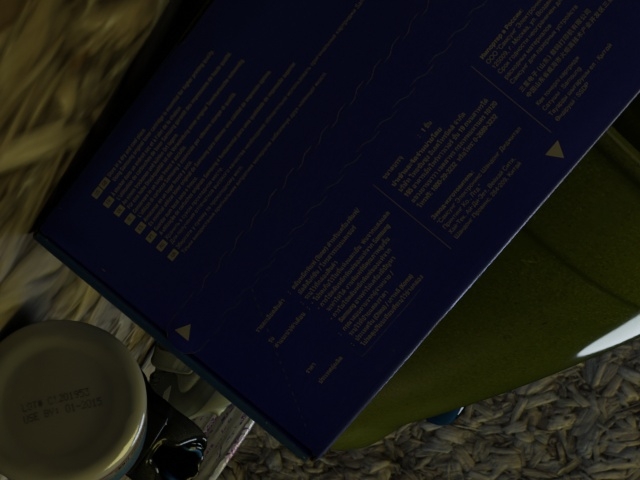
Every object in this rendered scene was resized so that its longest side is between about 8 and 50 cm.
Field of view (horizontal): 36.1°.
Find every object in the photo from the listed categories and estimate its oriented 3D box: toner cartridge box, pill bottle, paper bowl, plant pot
[{"bbox_3d":[0.046,-0.086,0.434,0.348,0.165,0.075,-50,179,11],"label":"toner cartridge box"},{"bbox_3d":[-0.142,0.101,0.558,0.087,0.087,0.160,-55,178,-20],"label":"pill bottle"},{"bbox_3d":[-0.185,0.264,1.425,0.284,0.148,0.284,-56,179,-2],"label":"paper bowl"},{"bbox_3d":[0.082,-0.031,0.712,0.353,0.366,0.366,-43,-175,31],"label":"plant pot"}]

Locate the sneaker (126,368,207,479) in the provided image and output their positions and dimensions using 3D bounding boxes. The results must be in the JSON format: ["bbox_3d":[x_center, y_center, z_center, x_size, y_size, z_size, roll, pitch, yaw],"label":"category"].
[{"bbox_3d":[-0.150,0.156,0.801,0.079,0.121,0.217,-55,178,-7],"label":"sneaker"}]

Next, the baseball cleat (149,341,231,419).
[{"bbox_3d":[-0.183,0.171,1.118,0.206,0.109,0.072,-26,-166,11],"label":"baseball cleat"}]

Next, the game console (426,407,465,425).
[{"bbox_3d":[0.102,-0.013,0.981,0.173,0.293,0.250,-20,140,-46],"label":"game console"}]
